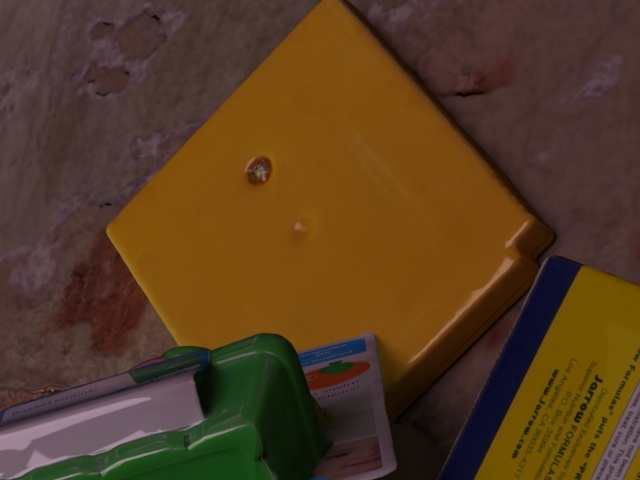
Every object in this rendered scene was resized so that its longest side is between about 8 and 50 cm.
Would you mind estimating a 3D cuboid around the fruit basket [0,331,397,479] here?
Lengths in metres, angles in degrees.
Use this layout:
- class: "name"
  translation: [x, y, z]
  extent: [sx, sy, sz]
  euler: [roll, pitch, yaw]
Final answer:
- class: "fruit basket"
  translation: [-0.115, 0.134, 1.197]
  extent: [0.327, 0.165, 0.353]
  euler: [-16, 16, 3]

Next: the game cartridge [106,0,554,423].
- class: "game cartridge"
  translation: [0.000, 0.000, 1.453]
  extent: [0.285, 0.053, 0.323]
  euler: [-45, 52, 11]

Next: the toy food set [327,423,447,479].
- class: "toy food set"
  translation: [-0.064, 0.231, 1.269]
  extent: [0.306, 0.092, 0.219]
  euler: [-11, 20, 15]

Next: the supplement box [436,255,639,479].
- class: "supplement box"
  translation: [0.271, 0.173, 1.067]
  extent: [0.356, 0.194, 0.195]
  euler: [23, 84, 41]
